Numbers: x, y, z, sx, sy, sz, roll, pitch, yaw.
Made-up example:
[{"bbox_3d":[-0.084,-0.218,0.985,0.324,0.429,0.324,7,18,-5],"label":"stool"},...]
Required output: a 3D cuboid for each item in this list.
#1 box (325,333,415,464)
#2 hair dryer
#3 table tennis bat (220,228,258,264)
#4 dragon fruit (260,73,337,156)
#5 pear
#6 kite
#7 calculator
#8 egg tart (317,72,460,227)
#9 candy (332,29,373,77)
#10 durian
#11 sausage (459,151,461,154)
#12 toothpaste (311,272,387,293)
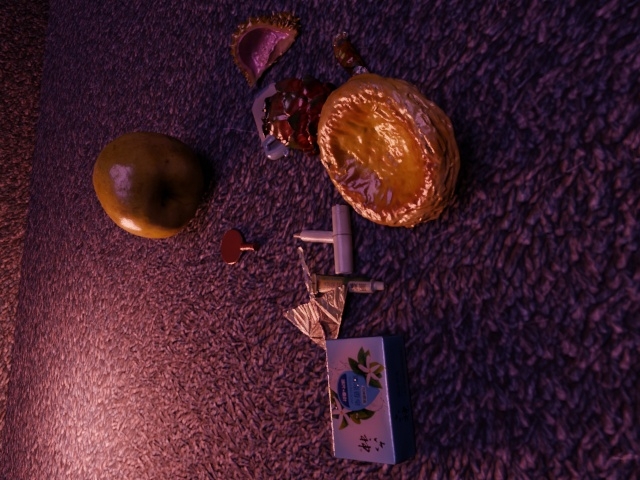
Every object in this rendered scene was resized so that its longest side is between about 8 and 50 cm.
[{"bbox_3d":[0.095,0.305,0.953,0.143,0.083,0.232,-13,75,38],"label":"box"},{"bbox_3d":[-0.001,0.008,1.108,0.183,0.044,0.154,-14,74,44],"label":"hair dryer"},{"bbox_3d":[-0.222,0.017,1.303,0.155,0.019,0.097,0,83,43],"label":"table tennis bat"},{"bbox_3d":[-0.038,-0.282,1.088,0.189,0.182,0.182,24,103,-5],"label":"dragon fruit"},{"bbox_3d":[-0.495,-0.164,1.380,0.304,0.304,0.303,-6,80,40],"label":"pear"},{"bbox_3d":[-0.018,0.136,1.097,0.229,0.012,0.249,-28,74,42],"label":"kite"},{"bbox_3d":[-0.112,-0.304,1.239,0.121,0.039,0.210,-32,65,35],"label":"calculator"},{"bbox_3d":[0.138,-0.174,0.922,0.319,0.128,0.318,31,137,33],"label":"egg tart"},{"bbox_3d":[0.065,-0.413,1.098,0.053,0.047,0.182,-41,58,27],"label":"candy"},{"bbox_3d":[-0.152,-0.519,1.273,0.132,0.165,0.182,43,146,-6],"label":"durian"},{"bbox_3d":[0.193,-0.191,0.972,0.198,0.028,0.025,22,54,40],"label":"sausage"},{"bbox_3d":[0.056,0.096,1.048,0.204,0.032,0.049,-2,87,43],"label":"toothpaste"}]
